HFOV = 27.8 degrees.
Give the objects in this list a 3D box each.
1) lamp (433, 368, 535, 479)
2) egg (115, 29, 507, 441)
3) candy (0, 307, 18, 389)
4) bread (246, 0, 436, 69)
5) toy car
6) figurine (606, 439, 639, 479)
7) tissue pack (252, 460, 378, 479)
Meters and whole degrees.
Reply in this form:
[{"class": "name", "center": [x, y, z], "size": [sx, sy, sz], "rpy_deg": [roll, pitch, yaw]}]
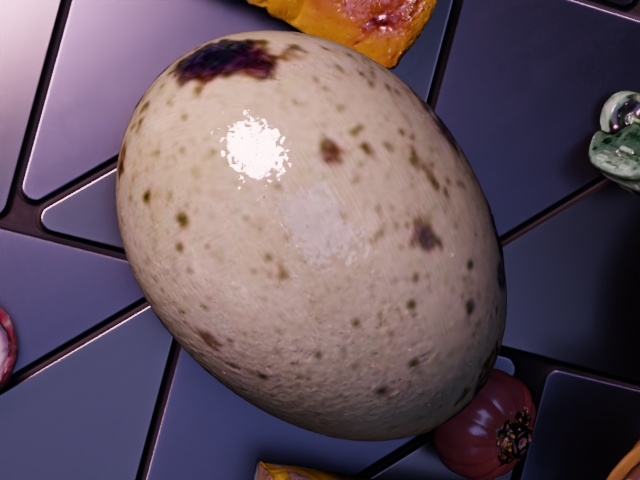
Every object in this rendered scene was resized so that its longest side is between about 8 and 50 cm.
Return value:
[{"class": "lamp", "center": [0.153, 0.172, 1.209], "size": [0.107, 0.092, 0.107], "rpy_deg": [-18, 118, -37]}, {"class": "egg", "center": [0.000, 0.000, 1.079], "size": [0.379, 0.287, 0.287], "rpy_deg": [41, 84, -15]}, {"class": "candy", "center": [-0.320, 0.097, 1.145], "size": [0.103, 0.043, 0.103], "rpy_deg": [0, 91, -11]}, {"class": "bread", "center": [-0.023, -0.258, 1.176], "size": [0.271, 0.077, 0.139], "rpy_deg": [28, 89, -13]}, {"class": "toy car", "center": [0.404, -0.128, 1.232], "size": [0.306, 0.136, 0.125], "rpy_deg": [-38, 116, -7]}, {"class": "figurine", "center": [0.316, 0.291, 1.144], "size": [0.186, 0.261, 0.382], "rpy_deg": [38, 124, 25]}, {"class": "tissue pack", "center": [0.063, 0.319, 1.174], "size": [0.271, 0.134, 0.192], "rpy_deg": [10, 88, -11]}]
